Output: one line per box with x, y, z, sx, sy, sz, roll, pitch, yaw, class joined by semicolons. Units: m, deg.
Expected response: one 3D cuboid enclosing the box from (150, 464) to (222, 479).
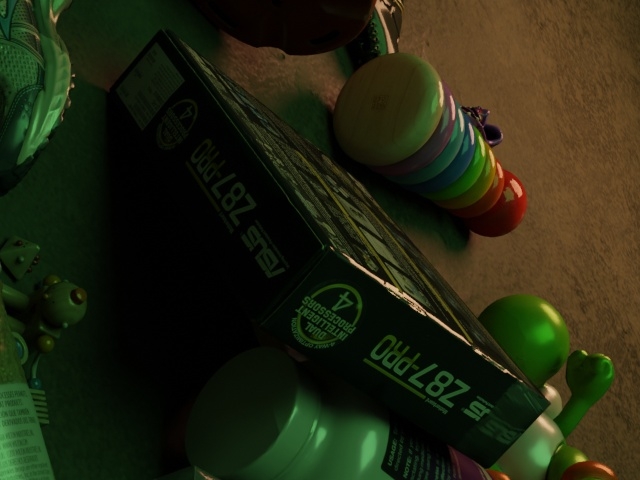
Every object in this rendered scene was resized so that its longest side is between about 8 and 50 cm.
-0.088;0.257;1.141;0.231;0.183;0.056;37;41;-41;box

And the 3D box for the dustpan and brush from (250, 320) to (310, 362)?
-0.038;0.052;1.481;0.211;0.060;0.147;44;36;-19;dustpan and brush

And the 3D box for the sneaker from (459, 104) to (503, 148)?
0.177;-0.160;1.961;0.170;0.071;0.068;24;50;-49;sneaker

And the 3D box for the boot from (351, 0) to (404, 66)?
0.048;-0.266;1.833;0.198;0.077;0.137;22;57;-49;boot

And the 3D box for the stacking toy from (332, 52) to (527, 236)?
0.153;-0.090;1.835;0.330;0.141;0.141;38;40;-49;stacking toy

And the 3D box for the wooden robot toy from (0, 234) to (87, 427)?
-0.219;0.058;1.174;0.076;0.079;0.173;36;41;-41;wooden robot toy

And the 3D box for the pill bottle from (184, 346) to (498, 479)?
0.030;0.225;1.353;0.323;0.181;0.181;42;38;-36;pill bottle

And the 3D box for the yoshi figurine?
0.215;0.178;1.646;0.203;0.203;0.362;41;18;-16;yoshi figurine

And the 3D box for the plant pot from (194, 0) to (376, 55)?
-0.016;-0.360;1.621;0.272;0.272;0.265;43;47;-35;plant pot

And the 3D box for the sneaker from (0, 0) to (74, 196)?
-0.276;-0.162;1.243;0.122;0.110;0.283;19;49;-30;sneaker

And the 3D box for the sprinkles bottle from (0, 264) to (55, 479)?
-0.242;0.157;1.028;0.121;0.121;0.355;-1;71;-58;sprinkles bottle

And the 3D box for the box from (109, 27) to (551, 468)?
0.000;0.000;1.367;0.318;0.097;0.395;33;13;-40;box
